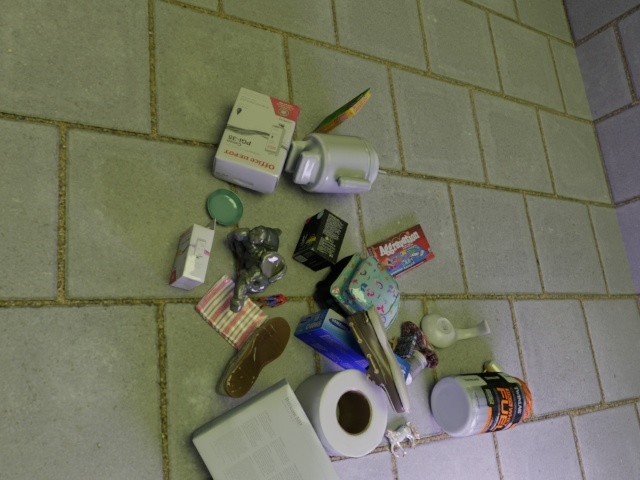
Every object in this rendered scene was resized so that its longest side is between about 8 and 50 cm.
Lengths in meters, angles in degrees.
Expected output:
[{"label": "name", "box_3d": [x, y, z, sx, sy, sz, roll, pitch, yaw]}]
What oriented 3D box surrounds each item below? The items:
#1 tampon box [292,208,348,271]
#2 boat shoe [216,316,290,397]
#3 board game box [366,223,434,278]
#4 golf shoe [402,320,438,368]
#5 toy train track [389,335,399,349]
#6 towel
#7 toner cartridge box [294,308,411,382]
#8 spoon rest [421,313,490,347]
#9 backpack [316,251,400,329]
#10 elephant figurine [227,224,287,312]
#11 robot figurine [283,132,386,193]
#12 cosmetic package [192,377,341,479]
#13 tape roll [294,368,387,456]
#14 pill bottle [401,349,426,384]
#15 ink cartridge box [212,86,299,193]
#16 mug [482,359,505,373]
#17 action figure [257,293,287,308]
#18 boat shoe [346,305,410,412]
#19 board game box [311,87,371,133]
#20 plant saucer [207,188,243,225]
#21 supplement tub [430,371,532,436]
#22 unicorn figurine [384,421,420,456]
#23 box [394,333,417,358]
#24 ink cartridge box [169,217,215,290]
[{"label": "tampon box", "box_3d": [0.000, 0.000, 1.840, 0.101, 0.120, 0.161, 32, 59, -22]}, {"label": "boat shoe", "box_3d": [-0.195, 0.329, 1.620, 0.285, 0.089, 0.104, -46, 107, -37]}, {"label": "board game box", "box_3d": [0.303, 0.046, 2.089, 0.281, 0.027, 0.145, -23, 87, -37]}, {"label": "golf shoe", "box_3d": [0.353, 0.369, 2.002, 0.186, 0.067, 0.086, 58, 12, 8]}, {"label": "toy train track", "box_3d": [0.268, 0.366, 1.967, 0.083, 0.014, 0.048, 32, 57, -30]}, {"label": "towel", "box_3d": [-0.256, 0.215, 1.653, 0.197, 0.029, 0.144, 47, 55, -12]}, {"label": "toner cartridge box", "box_3d": [0.102, 0.346, 1.767, 0.348, 0.165, 0.075, 37, 56, -19]}, {"label": "spoon rest", "box_3d": [0.495, 0.336, 2.093, 0.276, 0.084, 0.137, 4, 55, -22]}, {"label": "backpack", "box_3d": [0.144, 0.185, 1.845, 0.253, 0.191, 0.225, 51, 53, -16]}, {"label": "elephant figurine", "box_3d": [-0.189, 0.084, 1.676, 0.186, 0.169, 0.239, -11, 83, -3]}, {"label": "robot figurine", "box_3d": [0.054, -0.261, 1.914, 0.353, 0.200, 0.300, -2, 42, -34]}, {"label": "cosmetic package", "box_3d": [-0.124, 0.608, 1.501, 0.284, 0.097, 0.377, -28, 92, -7]}, {"label": "tape roll", "box_3d": [0.054, 0.514, 1.675, 0.246, 0.169, 0.246, 12, 69, -32]}, {"label": "pill bottle", "box_3d": [0.294, 0.442, 1.918, 0.137, 0.078, 0.078, -36, 96, -37]}, {"label": "ink cartridge box", "box_3d": [-0.201, -0.315, 1.778, 0.207, 0.117, 0.283, 17, 64, -7]}, {"label": "mug", "box_3d": [0.663, 0.499, 2.162, 0.064, 0.062, 0.078, 51, 47, 0]}, {"label": "action figure", "box_3d": [-0.145, 0.186, 1.732, 0.115, 0.030, 0.038, -6, 62, -46]}, {"label": "boat shoe", "box_3d": [0.173, 0.358, 1.647, 0.116, 0.097, 0.324, -15, 84, -80]}, {"label": "board game box", "box_3d": [0.074, -0.437, 1.948, 0.039, 0.259, 0.124, 46, 55, -13]}, {"label": "plant saucer", "box_3d": [-0.296, -0.101, 1.735, 0.119, 0.021, 0.119, 11, 69, -30]}, {"label": "supplement tub", "box_3d": [0.576, 0.572, 1.986, 0.338, 0.207, 0.207, 4, 72, -33]}, {"label": "unicorn figurine", "box_3d": [0.258, 0.650, 1.845, 0.162, 0.060, 0.111, -19, 85, -53]}, {"label": "box", "box_3d": [0.293, 0.365, 1.933, 0.018, 0.067, 0.083, 42, 52, -25]}, {"label": "ink cartridge box", "box_3d": [-0.361, 0.030, 1.590, 0.067, 0.115, 0.198, 21, 63, -27]}]
